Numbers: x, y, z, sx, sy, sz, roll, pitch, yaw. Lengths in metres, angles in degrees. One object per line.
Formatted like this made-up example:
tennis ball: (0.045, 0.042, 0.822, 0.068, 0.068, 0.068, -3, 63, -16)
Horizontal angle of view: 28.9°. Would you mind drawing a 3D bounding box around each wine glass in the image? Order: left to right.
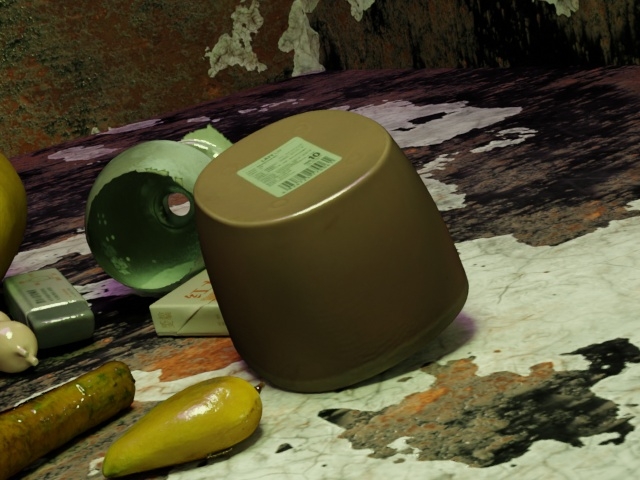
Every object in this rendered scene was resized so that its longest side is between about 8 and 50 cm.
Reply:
wine glass: (-0.224, -0.045, 1.869, 0.238, 0.238, 0.323, -10, 12, 6)

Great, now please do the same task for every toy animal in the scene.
toy animal: (-0.421, 0.134, 1.638, 0.089, 0.083, 0.150, -7, 20, -39)

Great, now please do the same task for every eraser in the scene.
eraser: (-0.395, 0.094, 1.789, 0.089, 0.061, 0.352, -11, 14, -19)

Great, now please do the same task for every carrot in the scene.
carrot: (-0.298, 0.198, 1.328, 0.070, 0.070, 0.260, 0, 17, 38)

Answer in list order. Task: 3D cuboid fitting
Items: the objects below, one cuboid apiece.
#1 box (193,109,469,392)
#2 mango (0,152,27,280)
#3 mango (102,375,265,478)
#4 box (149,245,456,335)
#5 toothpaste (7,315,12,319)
box: (0.000, 0.000, 1.416, 0.301, 0.216, 0.301, -15, 32, 10)
mango: (-0.569, -0.013, 1.891, 0.300, 0.232, 0.445, -60, 20, -8)
mango: (-0.137, 0.188, 1.259, 0.187, 0.066, 0.101, -24, 17, -14)
box: (-0.021, 0.066, 1.634, 0.365, 0.051, 0.204, -3, 19, 30)
toothpaste: (-0.503, 0.123, 1.862, 0.083, 0.015, 0.024, -9, 11, -10)
